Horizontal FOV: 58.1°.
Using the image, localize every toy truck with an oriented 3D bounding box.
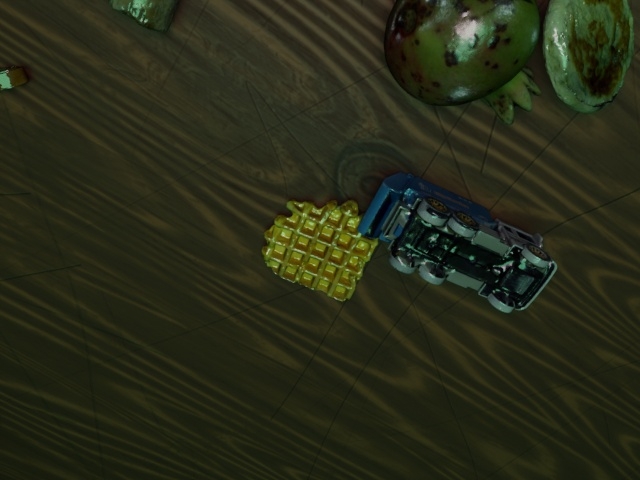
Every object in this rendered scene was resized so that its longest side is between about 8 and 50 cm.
[{"bbox_3d":[0.261,-0.004,1.120,0.368,0.175,0.146,24,119,-9],"label":"toy truck"}]

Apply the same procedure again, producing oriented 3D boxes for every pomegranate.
[{"bbox_3d":[0.257,-0.314,0.923,0.306,0.242,0.242,18,119,-16],"label":"pomegranate"}]

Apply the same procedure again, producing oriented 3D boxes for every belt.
[{"bbox_3d":[-0.595,-0.304,1.081,0.084,0.059,0.036,-8,118,9],"label":"belt"}]

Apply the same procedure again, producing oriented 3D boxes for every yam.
[{"bbox_3d":[-0.271,-0.459,0.949,0.107,0.107,0.194,25,117,-9],"label":"yam"}]

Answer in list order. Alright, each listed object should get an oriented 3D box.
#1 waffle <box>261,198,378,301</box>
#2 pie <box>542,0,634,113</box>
[{"bbox_3d":[0.000,0.000,1.208,0.230,0.057,0.219,22,118,-7],"label":"waffle"},{"bbox_3d":[0.441,-0.328,0.945,0.241,0.054,0.240,-4,97,-34],"label":"pie"}]
